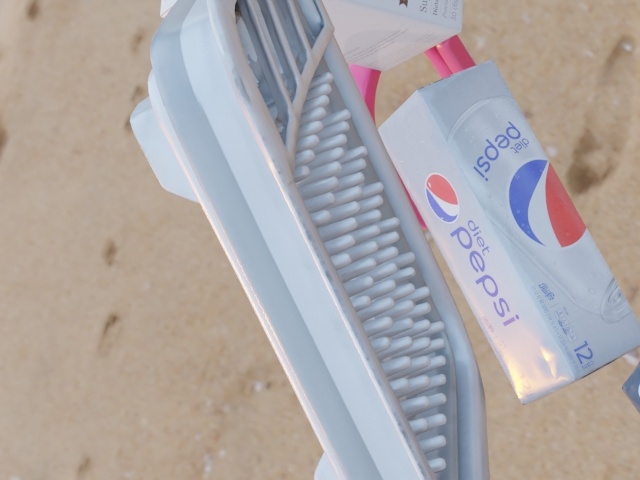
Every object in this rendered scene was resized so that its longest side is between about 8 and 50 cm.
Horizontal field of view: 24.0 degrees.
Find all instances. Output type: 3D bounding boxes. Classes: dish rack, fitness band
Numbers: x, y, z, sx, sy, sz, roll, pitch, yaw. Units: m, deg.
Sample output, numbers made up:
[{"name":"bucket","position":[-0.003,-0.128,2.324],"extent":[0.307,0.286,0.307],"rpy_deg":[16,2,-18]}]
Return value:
[{"name":"dish rack","position":[0.000,0.000,0.807],"extent":[0.072,0.333,0.285],"rpy_deg":[-22,18,12]},{"name":"fitness band","position":[0.127,-0.143,1.891],"extent":[0.054,0.291,0.209],"rpy_deg":[17,64,44]}]

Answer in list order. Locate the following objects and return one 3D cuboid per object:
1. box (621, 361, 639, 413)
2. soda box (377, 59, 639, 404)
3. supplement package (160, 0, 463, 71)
[{"name":"box","position":[0.425,0.159,1.058],"extent":[0.183,0.296,0.294],"rpy_deg":[-59,42,28]},{"name":"soda box","position":[0.166,-0.008,1.327],"extent":[0.286,0.091,0.098],"rpy_deg":[62,152,8]},{"name":"supplement package","position":[-0.006,-0.318,1.660],"extent":[0.175,0.293,0.177],"rpy_deg":[-19,65,61]}]
